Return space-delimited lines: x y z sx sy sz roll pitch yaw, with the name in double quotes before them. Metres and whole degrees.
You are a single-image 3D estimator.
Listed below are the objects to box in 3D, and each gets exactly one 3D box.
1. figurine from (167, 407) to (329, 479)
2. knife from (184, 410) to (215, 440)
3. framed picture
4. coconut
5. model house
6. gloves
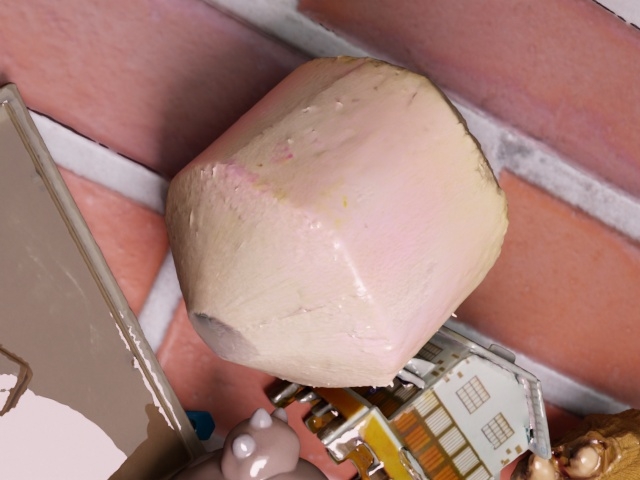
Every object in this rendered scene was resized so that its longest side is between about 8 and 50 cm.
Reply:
"figurine" -0.048 0.351 1.508 0.248 0.203 0.380 -46 136 -16
"knife" -0.245 0.182 1.521 0.297 0.026 0.044 4 85 -25
"framed picture" -0.338 0.115 1.448 0.326 0.028 0.446 -29 102 -20
"coconut" 0.000 0.000 1.473 0.309 0.297 0.297 -42 110 -23
"model house" 0.098 0.185 1.577 0.215 0.224 0.198 -36 109 -11
"gloves" 0.348 0.295 1.731 0.356 0.155 0.203 26 80 -45
